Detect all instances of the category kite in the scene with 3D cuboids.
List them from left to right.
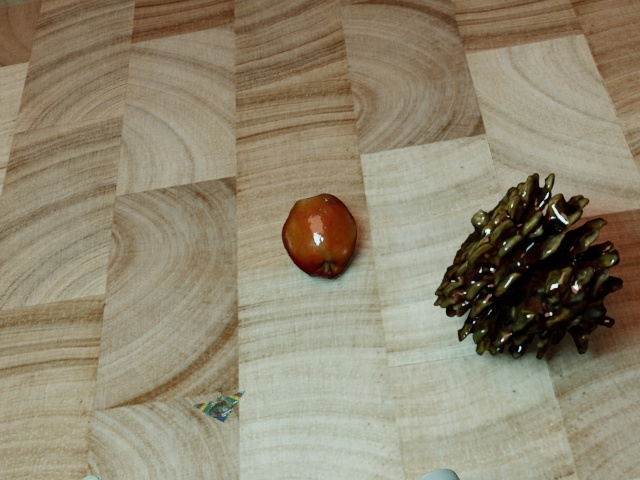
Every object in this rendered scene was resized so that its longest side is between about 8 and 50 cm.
[{"bbox_3d":[-0.220,0.359,2.098,0.122,0.004,0.090,-12,49,2],"label":"kite"}]

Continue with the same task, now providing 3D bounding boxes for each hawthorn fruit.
[{"bbox_3d":[0.000,0.000,2.245,0.185,0.185,0.202,-12,53,2],"label":"hawthorn fruit"}]

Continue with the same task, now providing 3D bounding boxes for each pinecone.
[{"bbox_3d":[0.430,0.076,1.963,0.398,0.397,0.397,-6,49,7],"label":"pinecone"}]

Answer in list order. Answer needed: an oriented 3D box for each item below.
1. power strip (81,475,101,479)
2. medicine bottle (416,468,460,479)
[{"bbox_3d":[-0.503,0.563,1.969,0.048,0.030,0.191,11,53,21],"label":"power strip"},{"bbox_3d":[0.274,0.582,1.727,0.110,0.110,0.352,-22,49,-7],"label":"medicine bottle"}]
